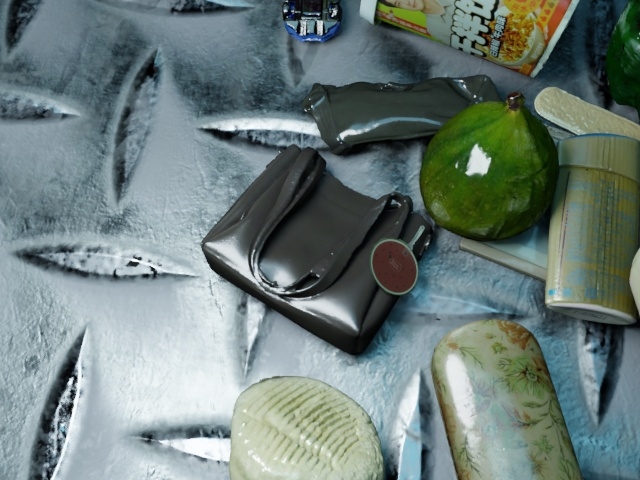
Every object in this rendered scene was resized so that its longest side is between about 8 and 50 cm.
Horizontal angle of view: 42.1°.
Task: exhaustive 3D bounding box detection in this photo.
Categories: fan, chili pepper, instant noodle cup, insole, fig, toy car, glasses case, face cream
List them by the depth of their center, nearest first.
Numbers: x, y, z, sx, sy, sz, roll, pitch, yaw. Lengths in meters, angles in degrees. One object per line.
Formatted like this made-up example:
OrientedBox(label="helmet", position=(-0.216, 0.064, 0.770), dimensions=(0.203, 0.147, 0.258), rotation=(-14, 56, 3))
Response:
OrientedBox(label="glasses case", position=(0.259, 0.309, 1.090), dimensions=(0.156, 0.098, 0.426), rotation=(-10, 67, -5))
OrientedBox(label="fig", position=(0.249, -0.111, 1.161), dimensions=(0.203, 0.235, 0.203), rotation=(1, 74, -4))
OrientedBox(label="fan", position=(0.117, 0.021, 1.190), dimensions=(0.085, 0.005, 0.133), rotation=(47, 56, -9))
OrientedBox(label="face cream", position=(0.401, -0.028, 1.209), dimensions=(0.139, 0.067, 0.285), rotation=(13, 71, -10))
OrientedBox(label="chili pepper", position=(0.552, -0.291, 1.248), dimensions=(0.248, 0.257, 0.233), rotation=(-37, 76, -11))
OrientedBox(label="instant noodle cup", position=(0.259, -0.425, 1.323), dimensions=(0.307, 0.294, 0.294), rotation=(28, 71, 6))
OrientedBox(label="insole", position=(0.457, -0.174, 1.331), dimensions=(0.247, 0.011, 0.081), rotation=(33, 73, 15))
OrientedBox(label="toy car", position=(-0.012, -0.430, 1.429), dimensions=(0.103, 0.063, 0.216), rotation=(1, 62, 2))

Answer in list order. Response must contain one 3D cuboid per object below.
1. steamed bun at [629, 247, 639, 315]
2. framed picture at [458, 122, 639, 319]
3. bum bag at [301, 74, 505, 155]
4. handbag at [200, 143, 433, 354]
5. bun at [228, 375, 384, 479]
OrientedBox(label="steamed bun", position=(0.611, 0.072, 1.058), dimensions=(0.339, 0.247, 0.352), rotation=(-31, 92, -13))
OrientedBox(label="framed picture", position=(0.411, -0.033, 1.263), dimensions=(0.334, 0.022, 0.247), rotation=(23, 73, 11))
OrientedBox(label="bum bag", position=(0.132, -0.198, 1.322), dimensions=(0.326, 0.080, 0.142), rotation=(-1, 60, 5))
OrientedBox(label="handbag", position=(0.000, 0.000, 1.228), dimensions=(0.285, 0.113, 0.257), rotation=(29, 64, 14))
OrientedBox(label="bun", position=(-0.022, 0.282, 1.087), dimensions=(0.220, 0.134, 0.220), rotation=(17, 30, -10))
